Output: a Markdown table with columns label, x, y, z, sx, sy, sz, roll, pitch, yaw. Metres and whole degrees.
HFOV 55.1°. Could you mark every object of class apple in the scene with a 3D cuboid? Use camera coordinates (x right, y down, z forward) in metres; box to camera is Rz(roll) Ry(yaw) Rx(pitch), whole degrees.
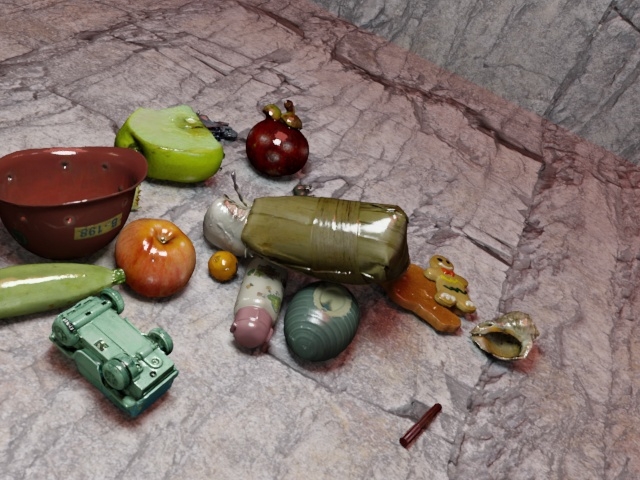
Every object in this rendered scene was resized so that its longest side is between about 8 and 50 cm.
| label | x | y | z | sx | sy | sz | roll | pitch | yaw |
| --- | --- | --- | --- | --- | --- | --- | --- | --- | --- |
| apple | -0.419 | 0.037 | 1.562 | 0.209 | 0.164 | 0.209 | 16 | 40 | -14 |

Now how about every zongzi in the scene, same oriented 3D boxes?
| label | x | y | z | sx | sy | sz | roll | pitch | yaw |
| --- | --- | --- | --- | --- | --- | --- | --- | --- | --- |
| zongzi | -0.004 | 0.021 | 1.689 | 0.499 | 0.467 | 0.218 | 9 | 74 | 12 |

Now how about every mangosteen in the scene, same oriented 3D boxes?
| label | x | y | z | sx | sy | sz | roll | pitch | yaw |
| --- | --- | --- | --- | --- | --- | --- | --- | --- | --- |
| mangosteen | -0.139 | -0.340 | 2.040 | 0.215 | 0.258 | 0.215 | 9 | 15 | -3 |

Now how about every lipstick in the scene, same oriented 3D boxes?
| label | x | y | z | sx | sy | sz | roll | pitch | yaw |
| --- | --- | --- | --- | --- | --- | --- | --- | --- | --- |
| lipstick | 0.254 | 0.457 | 1.538 | 0.027 | 0.027 | 0.176 | 42 | 42 | 20 |

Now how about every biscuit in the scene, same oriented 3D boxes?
| label | x | y | z | sx | sy | sz | roll | pitch | yaw |
| --- | --- | --- | --- | --- | --- | --- | --- | --- | --- |
| biscuit | 0.292 | 0.154 | 1.867 | 0.333 | 0.047 | 0.202 | 33 | 36 | 7 |
| biscuit | 0.399 | 0.124 | 1.909 | 0.158 | 0.035 | 0.240 | 16 | 36 | -21 |

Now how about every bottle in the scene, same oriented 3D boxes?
| label | x | y | z | sx | sy | sz | roll | pitch | yaw |
| --- | --- | --- | --- | --- | --- | --- | --- | --- | --- |
| bottle | -0.159 | 0.165 | 1.586 | 0.120 | 0.120 | 0.253 | 18 | 41 | -7 |

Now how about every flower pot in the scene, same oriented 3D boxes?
| label | x | y | z | sx | sy | sz | roll | pitch | yaw |
| --- | --- | --- | --- | --- | --- | --- | --- | --- | --- |
| flower pot | 0.005 | 0.204 | 1.591 | 0.189 | 0.157 | 0.243 | 27 | 33 | 6 |

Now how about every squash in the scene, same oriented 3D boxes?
| label | x | y | z | sx | sy | sz | roll | pitch | yaw |
| --- | --- | --- | --- | --- | --- | --- | --- | --- | --- |
| squash | -0.644 | 0.106 | 1.414 | 0.370 | 0.118 | 0.118 | -9 | 50 | -32 |

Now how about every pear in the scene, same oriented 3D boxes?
| label | x | y | z | sx | sy | sz | roll | pitch | yaw |
| --- | --- | --- | --- | --- | --- | --- | --- | --- | --- |
| pear | -0.476 | -0.273 | 1.862 | 0.281 | 0.176 | 0.286 | -12 | 47 | -37 |

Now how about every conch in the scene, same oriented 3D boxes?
| label | x | y | z | sx | sy | sz | roll | pitch | yaw |
| --- | --- | --- | --- | --- | --- | --- | --- | --- | --- |
| conch | 0.542 | 0.280 | 1.790 | 0.207 | 0.130 | 0.155 | 2 | 30 | -4 |

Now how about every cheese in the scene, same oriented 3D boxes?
| label | x | y | z | sx | sy | sz | roll | pitch | yaw |
| --- | --- | --- | --- | --- | --- | --- | --- | --- | --- |
| cheese | -0.229 | -0.039 | 1.727 | 0.189 | 0.198 | 0.154 | 38 | 71 | -1 |

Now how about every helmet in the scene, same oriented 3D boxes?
| label | x | y | z | sx | sy | sz | roll | pitch | yaw |
| --- | --- | --- | --- | --- | --- | --- | --- | --- | --- |
| helmet | -0.620 | -0.078 | 1.535 | 0.337 | 0.230 | 0.385 | 24 | 32 | 28 |

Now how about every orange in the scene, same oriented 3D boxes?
| label | x | y | z | sx | sy | sz | roll | pitch | yaw |
| --- | --- | --- | --- | --- | --- | --- | --- | --- | --- |
| orange | -0.265 | 0.068 | 1.669 | 0.083 | 0.084 | 0.084 | 14 | 41 | -12 |

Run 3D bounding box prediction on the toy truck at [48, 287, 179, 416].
| label | x | y | z | sx | sy | sz | roll | pitch | yaw |
| --- | --- | --- | --- | --- | --- | --- | --- | --- | --- |
| toy truck | -0.447 | 0.240 | 1.332 | 0.278 | 0.156 | 0.155 | 35 | 41 | 14 |

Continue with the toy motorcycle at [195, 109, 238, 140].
| label | x | y | z | sx | sy | sz | roll | pitch | yaw |
| --- | --- | --- | --- | --- | --- | --- | --- | --- | --- |
| toy motorcycle | -0.390 | -0.387 | 2.111 | 0.213 | 0.082 | 0.122 | -4 | 46 | -45 |

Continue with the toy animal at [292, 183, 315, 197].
| label | x | y | z | sx | sy | sz | roll | pitch | yaw |
| --- | --- | --- | --- | --- | --- | --- | --- | --- | --- |
| toy animal | -0.050 | -0.135 | 2.021 | 0.065 | 0.047 | 0.136 | -2 | 48 | -20 |

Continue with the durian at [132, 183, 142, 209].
| label | x | y | z | sx | sy | sz | roll | pitch | yaw |
| --- | --- | --- | --- | --- | --- | --- | --- | --- | --- |
| durian | -0.612 | -0.184 | 1.763 | 0.252 | 0.144 | 0.139 | 23 | 61 | -9 |
